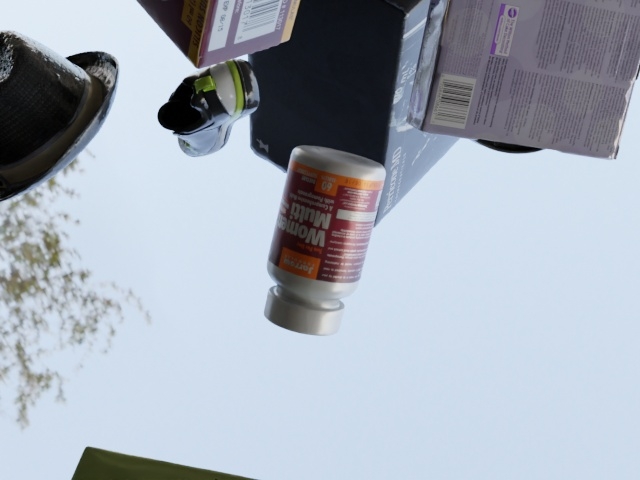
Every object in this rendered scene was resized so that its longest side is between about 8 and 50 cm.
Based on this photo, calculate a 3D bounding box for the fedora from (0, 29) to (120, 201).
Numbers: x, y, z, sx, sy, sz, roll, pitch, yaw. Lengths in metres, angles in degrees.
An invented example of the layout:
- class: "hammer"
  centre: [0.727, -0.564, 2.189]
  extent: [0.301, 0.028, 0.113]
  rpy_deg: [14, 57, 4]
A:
- class: "fedora"
  centre: [-0.454, -0.208, 1.407]
  extent: [0.334, 0.152, 0.334]
  rpy_deg: [-23, -139, 22]

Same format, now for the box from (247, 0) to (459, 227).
- class: "box"
  centre: [0.132, -0.369, 1.582]
  extent: [0.297, 0.479, 0.472]
  rpy_deg: [34, -120, 20]

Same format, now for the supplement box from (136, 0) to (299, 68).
- class: "supplement box"
  centre: [-0.094, -0.217, 0.633]
  extent: [0.081, 0.104, 0.188]
  rpy_deg: [-25, -117, -33]

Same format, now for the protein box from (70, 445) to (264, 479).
- class: "protein box"
  centre: [-0.137, 0.315, 0.841]
  extent: [0.200, 0.136, 0.201]
  rpy_deg: [8, -130, 9]

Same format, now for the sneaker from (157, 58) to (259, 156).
- class: "sneaker"
  centre: [-0.153, -0.157, 1.145]
  extent: [0.097, 0.235, 0.084]
  rpy_deg: [-15, -98, -25]

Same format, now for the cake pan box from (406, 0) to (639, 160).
- class: "cake pan box"
  centre: [0.238, -0.225, 1.069]
  extent: [0.246, 0.266, 0.070]
  rpy_deg: [6, -165, -14]

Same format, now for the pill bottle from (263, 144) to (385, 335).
- class: "pill bottle"
  centre: [0.000, 0.000, 1.213]
  extent: [0.121, 0.221, 0.121]
  rpy_deg: [13, -168, -3]
